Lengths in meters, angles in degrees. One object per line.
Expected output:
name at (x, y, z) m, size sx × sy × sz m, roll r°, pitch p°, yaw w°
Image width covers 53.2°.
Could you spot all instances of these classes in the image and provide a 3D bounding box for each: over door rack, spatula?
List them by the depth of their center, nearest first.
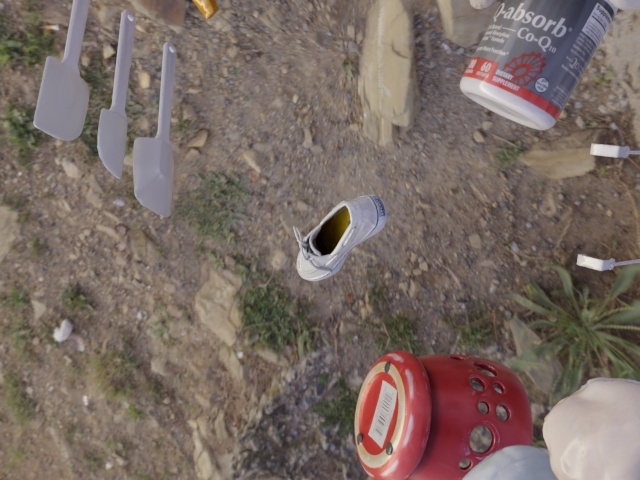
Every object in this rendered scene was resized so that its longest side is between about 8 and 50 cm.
spatula at (-0.199, -0.153, 0.639) m, size 0.019 × 0.242 × 0.168 m, roll -25°, pitch 141°, yaw 25°
over door rack at (0.664, -0.059, 1.232) m, size 0.325 × 0.108 × 0.239 m, roll -1°, pitch 102°, yaw -21°

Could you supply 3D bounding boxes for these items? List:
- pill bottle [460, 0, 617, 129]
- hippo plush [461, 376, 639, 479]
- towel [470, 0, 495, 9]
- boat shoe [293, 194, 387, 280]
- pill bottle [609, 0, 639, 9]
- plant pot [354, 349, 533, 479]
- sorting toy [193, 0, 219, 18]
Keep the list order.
pill bottle at (0.449, -0.422, 1.267) m, size 0.210 × 0.210 × 0.362 m, roll 25°, pitch 100°, yaw -5°
hippo plush at (0.221, 0.191, 0.454) m, size 0.295 × 0.236 × 0.234 m, roll 3°, pitch 88°, yaw -8°
towel at (0.316, -0.445, 0.853) m, size 0.049 × 0.187 × 0.282 m, roll 44°, pitch 84°, yaw 8°
boat shoe at (0.004, 0.007, 1.595) m, size 0.367 × 0.157 × 0.135 m, roll -38°, pitch 66°, yaw 49°
pill bottle at (0.286, -0.400, 0.607) m, size 0.176 × 0.176 × 0.318 m, roll -25°, pitch 76°, yaw 9°
plant pot at (0.148, 0.237, 0.838) m, size 0.174 × 0.191 × 0.191 m, roll 15°, pitch 107°, yaw -18°
sorting toy at (-0.267, -0.586, 1.192) m, size 0.229 × 0.041 × 0.307 m, roll -30°, pitch 99°, yaw 42°
